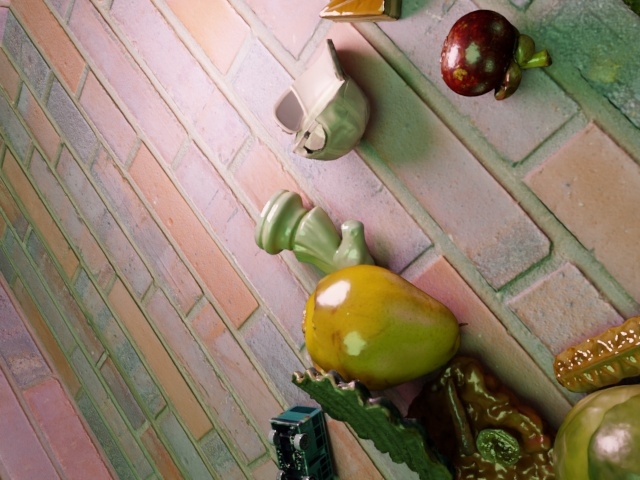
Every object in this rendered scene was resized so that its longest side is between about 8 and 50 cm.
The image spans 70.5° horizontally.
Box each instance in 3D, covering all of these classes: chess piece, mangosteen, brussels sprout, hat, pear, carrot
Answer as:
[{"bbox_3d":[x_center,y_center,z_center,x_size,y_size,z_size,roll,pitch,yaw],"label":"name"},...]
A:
[{"bbox_3d":[0.000,0.000,1.121,0.298,0.176,0.176,25,117,13],"label":"chess piece"},{"bbox_3d":[0.307,-0.328,0.822,0.145,0.181,0.156,-163,82,-76],"label":"mangosteen"},{"bbox_3d":[0.559,0.373,0.721,0.354,0.281,0.290,-31,77,26],"label":"brussels sprout"},{"bbox_3d":[0.011,-0.309,1.022,0.232,0.161,0.275,-36,57,38],"label":"hat"},{"bbox_3d":[0.131,0.185,0.998,0.285,0.335,0.285,175,90,-72],"label":"pear"},{"bbox_3d":[0.289,0.368,0.942,0.035,0.035,0.165,-16,90,37],"label":"carrot"}]

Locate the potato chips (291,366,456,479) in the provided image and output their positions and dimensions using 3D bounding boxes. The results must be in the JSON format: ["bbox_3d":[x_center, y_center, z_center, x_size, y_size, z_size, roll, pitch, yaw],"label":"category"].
[{"bbox_3d":[0.119,0.406,0.961,0.358,0.070,0.429,15,147,41],"label":"potato chips"}]

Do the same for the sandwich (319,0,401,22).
[{"bbox_3d":[0.084,-0.524,0.947,0.163,0.079,0.114,15,109,33],"label":"sandwich"}]

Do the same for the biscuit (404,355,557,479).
[{"bbox_3d":[0.348,0.440,1.004,0.312,0.110,0.318,40,122,19],"label":"biscuit"}]

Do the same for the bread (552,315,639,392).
[{"bbox_3d":[0.556,0.171,0.773,0.084,0.077,0.368,47,134,8],"label":"bread"}]

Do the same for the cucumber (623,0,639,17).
[{"bbox_3d":[0.519,-0.366,0.691,0.227,0.069,0.069,54,126,16],"label":"cucumber"}]

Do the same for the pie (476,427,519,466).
[{"bbox_3d":[0.357,0.416,0.913,0.084,0.020,0.085,8,105,31],"label":"pie"}]

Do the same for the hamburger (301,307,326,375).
[{"bbox_3d":[0.043,0.288,1.169,0.130,0.124,0.262,-11,97,36],"label":"hamburger"}]

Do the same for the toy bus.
[{"bbox_3d":[-0.048,0.624,1.312,0.128,0.147,0.256,-9,92,38],"label":"toy bus"}]
